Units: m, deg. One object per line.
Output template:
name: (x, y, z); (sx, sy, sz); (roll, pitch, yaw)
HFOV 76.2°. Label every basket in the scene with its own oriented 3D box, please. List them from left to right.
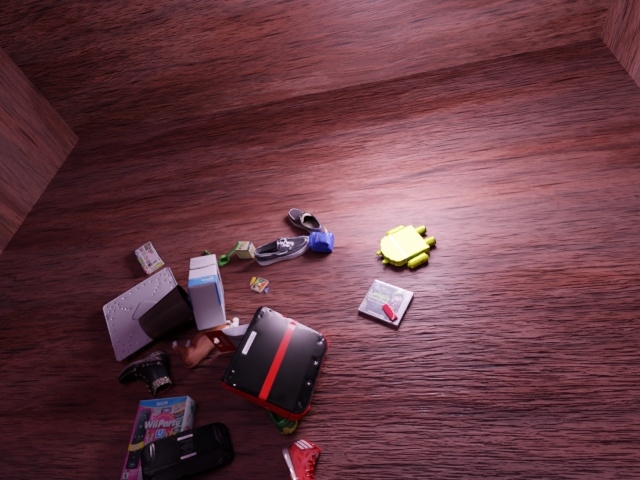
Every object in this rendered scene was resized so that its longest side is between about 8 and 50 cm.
basket: (-0.716, 0.347, 1.917); (0.227, 0.154, 0.204); (-37, 44, -10)

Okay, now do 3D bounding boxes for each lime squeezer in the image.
lime squeezer: (-0.523, 0.086, 2.165); (0.311, 0.059, 0.109); (-13, 51, 40)

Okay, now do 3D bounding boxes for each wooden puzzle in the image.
wooden puzzle: (-0.305, 0.221, 2.038); (0.117, 0.014, 0.078); (11, 56, 25)

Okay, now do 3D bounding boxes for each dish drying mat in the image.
dish drying mat: (0.297, 0.305, 1.750); (0.032, 0.008, 0.083); (-29, 50, -6)

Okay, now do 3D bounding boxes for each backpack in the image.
backpack: (0.000, 0.000, 2.054); (0.120, 0.101, 0.097); (2, 63, 16)

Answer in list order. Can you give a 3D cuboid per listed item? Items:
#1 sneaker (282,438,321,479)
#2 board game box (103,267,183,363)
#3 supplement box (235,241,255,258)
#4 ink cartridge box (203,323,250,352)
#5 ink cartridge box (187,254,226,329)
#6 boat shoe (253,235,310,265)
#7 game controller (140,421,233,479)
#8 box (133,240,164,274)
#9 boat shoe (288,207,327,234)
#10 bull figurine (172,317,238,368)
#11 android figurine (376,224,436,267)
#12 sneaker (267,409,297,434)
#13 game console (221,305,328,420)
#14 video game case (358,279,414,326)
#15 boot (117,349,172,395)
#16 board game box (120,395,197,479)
sneaker: (-0.039, 0.799, 1.430); (0.128, 0.087, 0.221); (-33, 51, -8)
board game box: (-0.882, 0.368, 2.079); (0.390, 0.050, 0.390); (-33, 49, -11)
supplement box: (-0.397, 0.052, 2.160); (0.084, 0.083, 0.056); (-2, 52, 17)
ink cartridge box: (-0.360, 0.444, 1.757); (0.233, 0.189, 0.066); (-14, 44, 6)
ink cartridge box: (-0.523, 0.229, 1.888); (0.129, 0.223, 0.307); (-12, 23, -11)
boat shoe: (-0.196, 0.033, 2.099); (0.302, 0.102, 0.108); (-17, 49, 4)
game controller: (-0.493, 0.791, 1.517); (0.320, 0.067, 0.166); (-7, 40, -26)
box: (-0.987, 0.099, 2.344); (0.114, 0.036, 0.207); (-37, 50, -13)
boat shoe: (-0.074, -0.109, 2.183); (0.103, 0.092, 0.285); (-38, 52, -17)
bull figurine: (-0.522, 0.440, 1.872); (0.189, 0.101, 0.310); (22, 55, 39)
android figurine: (0.401, 0.027, 1.943); (0.273, 0.056, 0.248); (-27, 49, -6)
sneaker: (-0.167, 0.603, 1.606); (0.110, 0.123, 0.295); (-27, 48, -4)
game console: (-0.160, 0.473, 1.611); (0.342, 0.060, 0.386); (25, 43, -2)
video game case: (0.288, 0.272, 1.799); (0.191, 0.022, 0.173); (18, 59, 29)
boot: (-0.781, 0.617, 1.819); (0.237, 0.085, 0.178); (-29, 51, -7)
board game box: (-0.635, 0.793, 1.619); (0.224, 0.097, 0.303); (-9, 49, 9)
